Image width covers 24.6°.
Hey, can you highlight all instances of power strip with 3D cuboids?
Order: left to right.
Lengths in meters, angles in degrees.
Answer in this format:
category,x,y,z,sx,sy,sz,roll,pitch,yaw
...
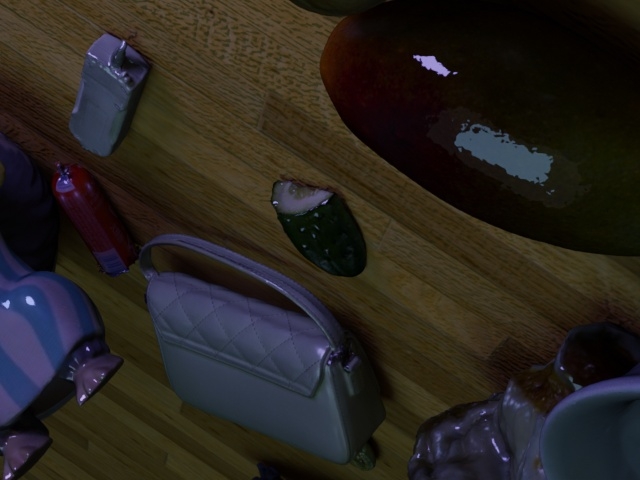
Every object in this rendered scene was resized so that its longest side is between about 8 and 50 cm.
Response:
category,x,y,z,sx,sy,sz,roll,pitch,yaw
power strip,-0.172,-0.117,1.187,0.047,0.030,0.191,37,155,-1

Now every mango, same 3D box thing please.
category,x,y,z,sx,sy,sz,roll,pitch,yaw
mango,0.118,-0.064,0.827,0.268,0.111,0.133,23,141,15

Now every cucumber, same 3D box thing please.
category,x,y,z,sx,sy,sz,roll,pitch,yaw
cucumber,0.000,0.000,1.174,0.067,0.035,0.107,13,149,37

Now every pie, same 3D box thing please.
category,x,y,z,sx,sy,sz,roll,pitch,yaw
pie,0.025,0.210,1.526,0.084,0.021,0.084,31,159,13

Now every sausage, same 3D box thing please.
category,x,y,z,sx,sy,sz,roll,pitch,yaw
sausage,-0.220,-0.027,1.393,0.145,0.048,0.050,64,-179,-45

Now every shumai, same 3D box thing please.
category,x,y,z,sx,sy,sz,roll,pitch,yaw
shumai,0.205,0.163,1.124,0.222,0.203,0.272,37,-170,2

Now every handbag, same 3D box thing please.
category,x,y,z,sx,sy,sz,roll,pitch,yaw
handbag,-0.062,0.088,1.369,0.256,0.079,0.219,17,138,34

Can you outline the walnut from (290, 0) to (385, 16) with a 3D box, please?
category,x,y,z,sx,sy,sz,roll,pitch,yaw
walnut,0.004,-0.179,0.778,0.105,0.105,0.124,5,141,47

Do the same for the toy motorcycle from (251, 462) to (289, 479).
category,x,y,z,sx,sy,sz,roll,pitch,yaw
toy motorcycle,-0.005,0.340,1.676,0.270,0.159,0.106,35,150,41

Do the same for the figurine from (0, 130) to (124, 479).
category,x,y,z,sx,sy,sz,roll,pitch,yaw
figurine,-0.311,0.031,1.439,0.361,0.266,0.378,45,-168,8

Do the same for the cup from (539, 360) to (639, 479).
category,x,y,z,sx,sy,sz,roll,pitch,yaw
cup,0.318,0.134,0.857,0.347,0.163,0.347,28,155,15
